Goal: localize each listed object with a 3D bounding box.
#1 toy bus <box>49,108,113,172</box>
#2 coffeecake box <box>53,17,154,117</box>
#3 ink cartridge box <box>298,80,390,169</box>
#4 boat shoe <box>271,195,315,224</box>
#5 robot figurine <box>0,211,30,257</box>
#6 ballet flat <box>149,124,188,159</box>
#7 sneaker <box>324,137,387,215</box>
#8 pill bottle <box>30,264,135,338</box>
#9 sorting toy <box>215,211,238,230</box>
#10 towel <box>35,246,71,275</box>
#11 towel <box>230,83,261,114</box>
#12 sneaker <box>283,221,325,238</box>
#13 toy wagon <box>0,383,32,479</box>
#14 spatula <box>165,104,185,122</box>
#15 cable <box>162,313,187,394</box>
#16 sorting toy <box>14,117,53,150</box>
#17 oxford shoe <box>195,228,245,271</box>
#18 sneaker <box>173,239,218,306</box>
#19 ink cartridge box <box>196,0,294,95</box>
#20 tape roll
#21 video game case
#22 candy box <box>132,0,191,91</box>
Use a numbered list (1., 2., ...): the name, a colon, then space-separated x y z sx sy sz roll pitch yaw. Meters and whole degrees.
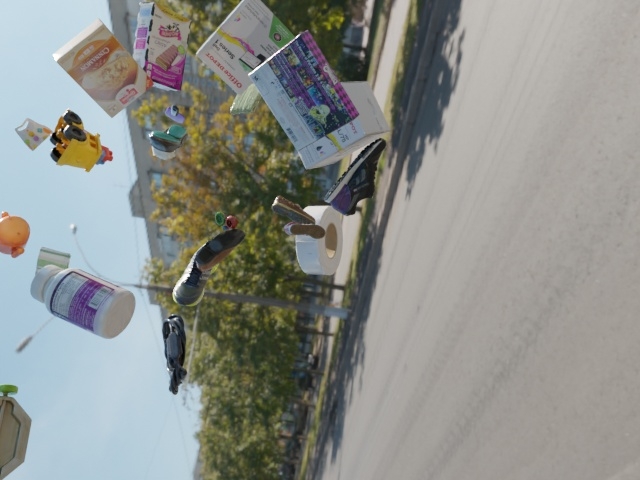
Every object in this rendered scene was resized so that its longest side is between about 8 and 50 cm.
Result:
1. toy bus: -0.917 -0.375 2.171 0.149 0.211 0.220 -46 49 26
2. coffeecake box: -0.530 -0.421 1.379 0.068 0.142 0.185 49 178 46
3. ink cartridge box: 0.060 -0.401 1.948 0.197 0.270 0.198 -24 -91 -54
4. boat shoe: -0.091 -0.109 2.060 0.064 0.178 0.060 -37 32 52
5. robot figurine: -1.240 -0.020 2.249 0.219 0.128 0.158 -36 41 50
6. ballet flat: -0.516 -0.327 1.906 0.280 0.095 0.096 -74 8 -73
7. sneaker: 0.146 -0.209 1.878 0.283 0.124 0.107 -50 9 9
8. pill bottle: -0.769 0.189 1.804 0.169 0.302 0.169 21 -90 -77
9. sorting toy: -0.329 -0.069 2.000 0.042 0.102 0.061 -21 -55 -47
10. towel: -0.983 0.106 2.052 0.023 0.113 0.152 -88 13 -79
11. towel: -0.270 -0.531 2.092 0.027 0.110 0.148 55 -134 -51
12. sneaker: -0.048 -0.030 1.617 0.067 0.119 0.042 9 90 61
13. toy wagon: -0.910 0.482 1.381 0.068 0.344 0.267 -34 49 41
14. spatula: -0.576 -0.505 2.219 0.030 0.084 0.296 -59 16 -2
15. cable: -0.336 0.260 1.297 0.184 0.047 0.150 -115 28 -42
16. sorting toy: -0.830 -0.308 1.606 0.083 0.075 0.045 -43 24 0
17. oxford shoe: -0.348 0.033 1.943 0.212 0.076 0.076 -38 -24 -31
18. sneaker: -0.454 0.113 2.055 0.121 0.111 0.300 110 177 -46
19. ink cartridge box: -0.256 -0.666 1.902 0.278 0.201 0.117 -44 23 12
20. tape roll: 0.000 0.000 2.282 0.286 0.100 0.286 2 -90 -68
21. video game case: -0.044 -0.358 1.374 0.210 0.232 0.042 -21 18 45
22. candy box: -0.502 -0.606 1.764 0.159 0.071 0.233 3 -84 -58
